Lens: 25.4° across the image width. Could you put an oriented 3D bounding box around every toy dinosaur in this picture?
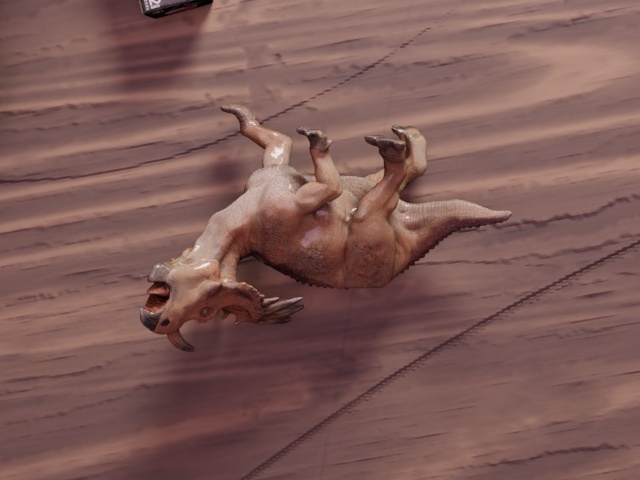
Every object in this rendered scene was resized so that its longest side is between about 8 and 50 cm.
[{"bbox_3d":[0.000,0.000,1.201,0.295,0.127,0.200,6,102,-9],"label":"toy dinosaur"}]

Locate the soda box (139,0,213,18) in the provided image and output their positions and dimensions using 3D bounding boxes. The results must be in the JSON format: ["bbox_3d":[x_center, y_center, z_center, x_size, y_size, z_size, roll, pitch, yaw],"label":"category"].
[{"bbox_3d":[-0.142,-0.279,1.216,0.060,0.053,0.169,-15,94,4],"label":"soda box"}]
